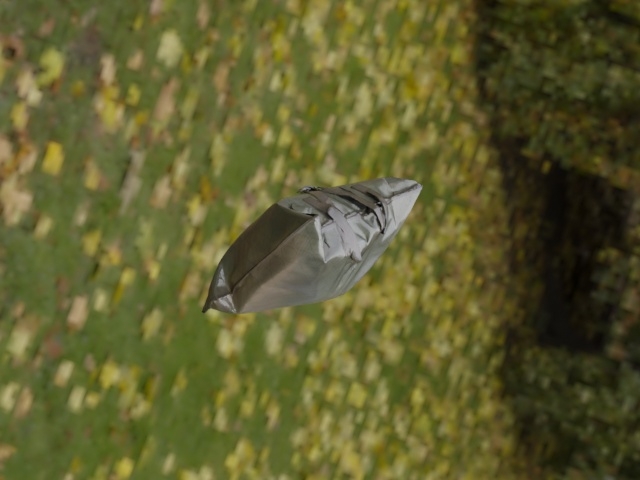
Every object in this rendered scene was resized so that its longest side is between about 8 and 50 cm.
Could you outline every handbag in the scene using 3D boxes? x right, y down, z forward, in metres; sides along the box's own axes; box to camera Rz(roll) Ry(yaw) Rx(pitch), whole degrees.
[{"bbox_3d":[0.000,0.000,1.828,0.182,0.117,0.270,-39,169,35],"label":"handbag"}]
